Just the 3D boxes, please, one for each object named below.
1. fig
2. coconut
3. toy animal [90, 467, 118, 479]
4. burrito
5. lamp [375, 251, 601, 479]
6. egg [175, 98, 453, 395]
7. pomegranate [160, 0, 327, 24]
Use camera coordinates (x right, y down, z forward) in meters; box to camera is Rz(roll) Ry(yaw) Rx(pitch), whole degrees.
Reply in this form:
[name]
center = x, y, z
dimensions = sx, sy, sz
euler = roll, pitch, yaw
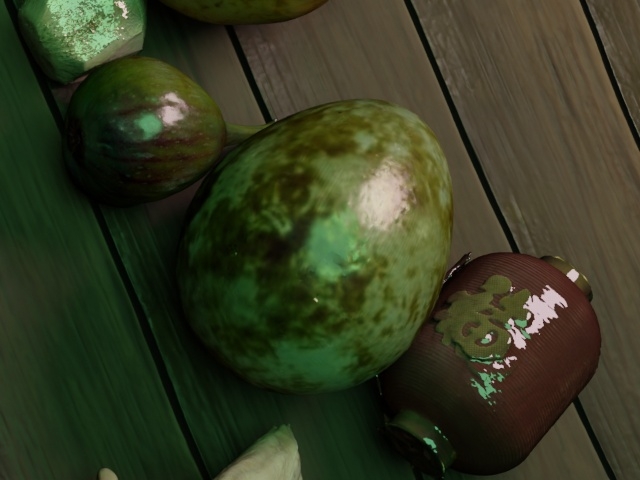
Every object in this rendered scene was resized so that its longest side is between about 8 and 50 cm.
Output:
[fig]
center = -0.119, -0.097, 1.564
dimensions = 0.245, 0.149, 0.149
euler = -4, 79, -37
[coconut]
center = -0.210, -0.203, 1.557
dimensions = 0.124, 0.110, 0.110
euler = -30, 90, -19
[toy animal]
center = -0.185, 0.292, 1.420
dimensions = 0.171, 0.171, 0.197
euler = 49, 26, -5
[burrito]
center = -0.073, 0.225, 1.452
dimensions = 0.275, 0.059, 0.082
euler = -22, 102, -69
[lamp]
center = 0.160, 0.109, 1.604
dimensions = 0.180, 0.180, 0.258
euler = 46, 64, -7
[egg]
center = 0.000, 0.000, 1.520
dimensions = 0.238, 0.238, 0.289
euler = 33, 75, -13
[pomegranate]
center = -0.066, -0.337, 1.563
dimensions = 0.307, 0.307, 0.307
euler = 5, 76, -21
